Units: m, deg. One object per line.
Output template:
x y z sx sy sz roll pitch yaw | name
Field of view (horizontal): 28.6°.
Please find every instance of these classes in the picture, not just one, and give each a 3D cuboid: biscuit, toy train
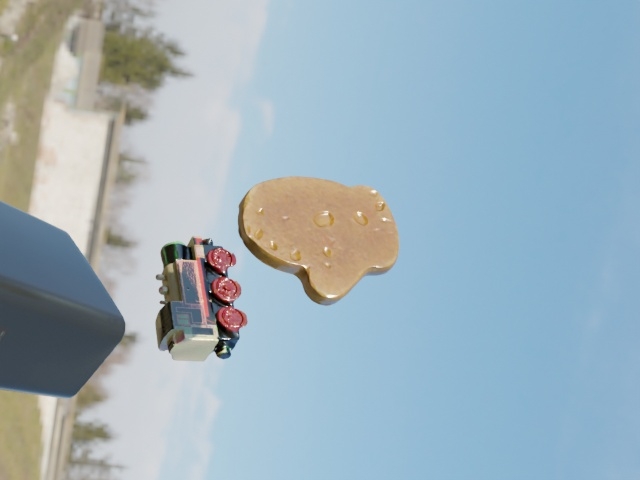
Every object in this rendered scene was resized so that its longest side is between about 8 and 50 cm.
-0.001 0.001 1.019 0.023 0.140 0.118 127 -33 -50 | biscuit
-0.125 0.056 1.260 0.050 0.087 0.138 124 -38 -46 | toy train

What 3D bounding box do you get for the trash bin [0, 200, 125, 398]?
-0.288 0.034 1.006 0.115 0.225 0.165 -49 -127 11 | trash bin
